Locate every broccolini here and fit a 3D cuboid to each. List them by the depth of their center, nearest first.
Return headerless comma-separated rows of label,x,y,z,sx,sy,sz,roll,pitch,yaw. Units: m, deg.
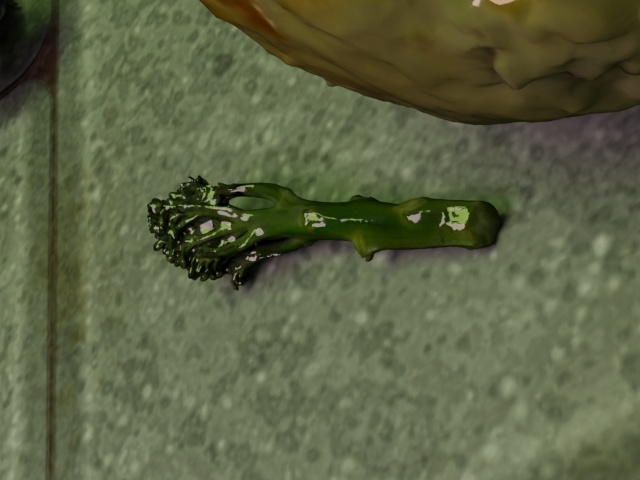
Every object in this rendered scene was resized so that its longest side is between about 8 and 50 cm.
broccolini,-0.002,0.001,0.833,0.216,0.067,0.058,6,77,40

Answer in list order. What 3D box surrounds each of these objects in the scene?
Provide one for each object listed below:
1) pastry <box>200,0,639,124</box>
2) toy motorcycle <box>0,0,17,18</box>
pastry,0.067,-0.244,0.682,0.388,0.312,0.389,-31,45,37
toy motorcycle,-0.317,-0.134,1.212,0.204,0.108,0.239,-54,15,4
